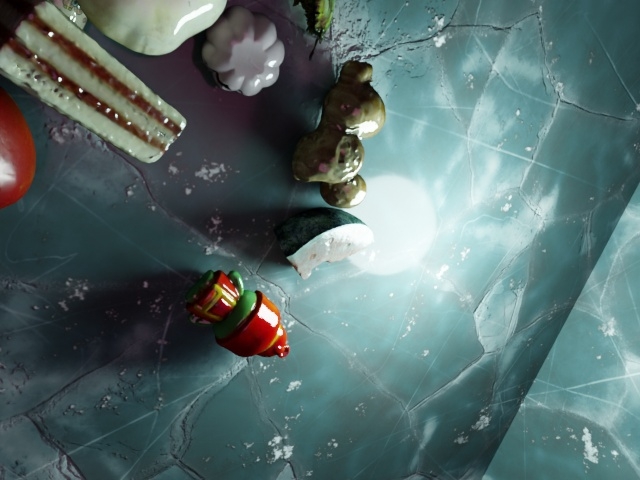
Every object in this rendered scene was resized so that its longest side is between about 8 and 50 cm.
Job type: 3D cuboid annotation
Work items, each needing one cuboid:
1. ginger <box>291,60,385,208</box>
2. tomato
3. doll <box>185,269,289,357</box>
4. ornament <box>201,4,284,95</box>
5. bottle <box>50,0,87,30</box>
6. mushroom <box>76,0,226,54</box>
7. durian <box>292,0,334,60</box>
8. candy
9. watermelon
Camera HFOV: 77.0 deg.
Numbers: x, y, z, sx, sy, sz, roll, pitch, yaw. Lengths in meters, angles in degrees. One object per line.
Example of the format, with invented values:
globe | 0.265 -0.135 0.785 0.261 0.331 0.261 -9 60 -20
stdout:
ginger | 0.059 -0.268 1.043 0.256 0.176 0.375 4 109 -45
tomato | -0.665 -0.166 0.704 0.298 0.226 0.298 -10 114 -25
doll | -0.207 0.230 1.128 0.182 0.160 0.363 -49 123 -8
ornament | -0.170 -0.414 0.880 0.177 0.177 0.177 -10 115 -21
bottle | -0.500 -0.425 0.747 0.110 0.097 0.209 26 99 -15
mushroom | -0.308 -0.476 0.732 0.260 0.234 0.254 -1 117 -31
durian | -0.026 -0.602 0.886 0.132 0.106 0.375 -16 116 -21
candy | -0.415 -0.284 0.731 0.135 0.179 0.321 -48 149 0
watermelon | 0.000 0.000 1.168 0.318 0.148 0.226 -7 133 -37
